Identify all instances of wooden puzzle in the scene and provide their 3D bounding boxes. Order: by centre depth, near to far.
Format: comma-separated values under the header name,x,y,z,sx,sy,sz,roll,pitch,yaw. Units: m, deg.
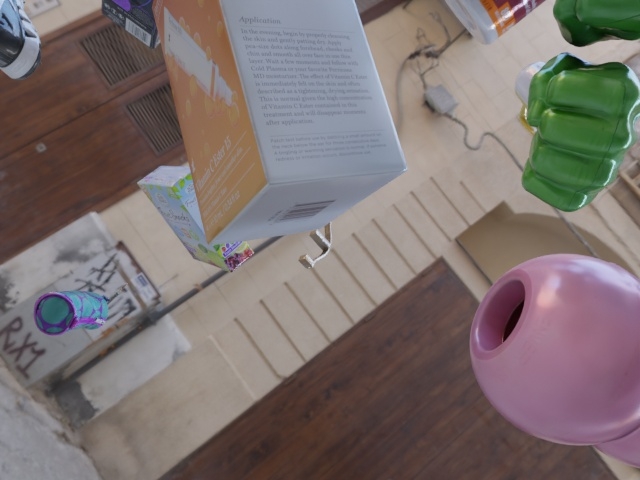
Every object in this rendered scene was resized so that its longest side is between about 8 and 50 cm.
name,x,y,z,sx,sy,sz,roll,pitch,yaw
wooden puzzle,-0.405,0.114,0.973,0.006,0.083,0.049,46,-2,-11

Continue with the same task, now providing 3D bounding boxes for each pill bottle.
name,x,y,z,sx,sy,sz,roll,pitch,yaw
pill bottle,0.461,-0.639,1.080,0.224,0.392,0.224,45,21,-22

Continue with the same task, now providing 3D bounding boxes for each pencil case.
name,x,y,z,sx,sy,sz,roll,pitch,yaw
pencil case,-0.387,0.113,0.791,0.070,0.064,0.151,34,-7,0

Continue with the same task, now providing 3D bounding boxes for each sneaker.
name,x,y,z,sx,sy,sz,roll,pitch,yaw
sneaker,-0.436,-0.314,0.635,0.234,0.078,0.106,60,15,22

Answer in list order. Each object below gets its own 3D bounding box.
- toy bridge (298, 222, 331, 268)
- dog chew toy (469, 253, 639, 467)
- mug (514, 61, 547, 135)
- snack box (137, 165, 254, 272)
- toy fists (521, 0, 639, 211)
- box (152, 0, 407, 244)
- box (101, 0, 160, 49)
name,x,y,z,sx,sy,sz,roll,pitch,yaw
toy bridge,0.000,0.000,1.262,0.026,0.188,0.063,-20,-56,37
dog chew toy,0.340,0.152,0.558,0.332,0.206,0.206,27,-15,-5
mug,0.254,-0.167,0.581,0.078,0.062,0.064,-51,-131,30
snack box,-0.247,-0.045,0.989,0.175,0.070,0.207,11,-43,51
toy fists,0.242,-0.163,0.432,0.096,0.142,0.278,17,-67,19
box,-0.068,-0.194,0.600,0.215,0.169,0.345,-33,-110,59
box,-0.428,-0.677,1.324,0.165,0.270,0.143,35,-21,-15
